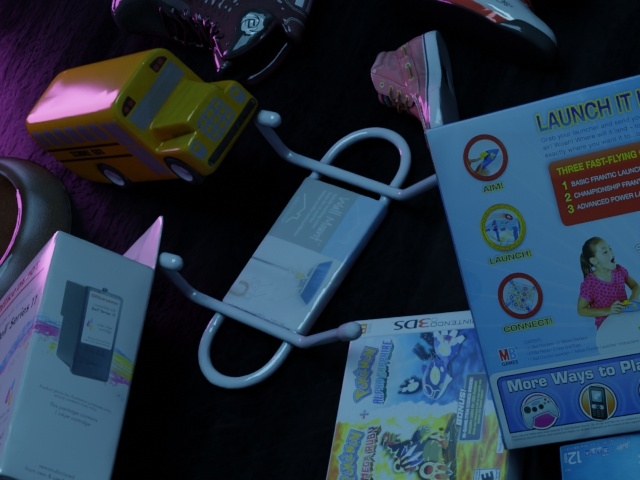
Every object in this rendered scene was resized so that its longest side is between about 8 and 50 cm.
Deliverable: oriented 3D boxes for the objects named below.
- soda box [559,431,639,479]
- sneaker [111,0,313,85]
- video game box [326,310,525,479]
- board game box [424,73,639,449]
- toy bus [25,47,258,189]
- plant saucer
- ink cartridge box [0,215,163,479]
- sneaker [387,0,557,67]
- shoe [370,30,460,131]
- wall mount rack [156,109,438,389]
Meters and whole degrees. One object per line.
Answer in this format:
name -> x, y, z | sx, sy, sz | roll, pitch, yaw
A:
soda box -> 0.319, 0.205, 1.435 | 0.210, 0.067, 0.071 | -14, 51, 20
sneaker -> -0.142, -0.258, 2.023 | 0.281, 0.106, 0.162 | -8, 56, 23
video game box -> 0.107, 0.164, 1.599 | 0.187, 0.048, 0.205 | -9, 52, 27
board game box -> 0.277, 0.010, 1.449 | 0.308, 0.086, 0.302 | -12, 94, 28
toy bus -> -0.209, -0.140, 1.900 | 0.108, 0.130, 0.332 | -56, 25, -19
plant saucer -> -0.451, 0.012, 2.025 | 0.310, 0.050, 0.310 | -15, 50, 20
ink cartridge box -> -0.279, 0.136, 1.722 | 0.207, 0.119, 0.353 | -43, 31, 48
sneaker -> 0.196, -0.299, 1.874 | 0.145, 0.090, 0.270 | -50, 46, -10
shoe -> 0.105, -0.158, 1.839 | 0.081, 0.063, 0.178 | -19, 44, 17
wall mount rack -> 0.000, 0.000, 1.727 | 0.304, 0.130, 0.350 | 19, 68, 38
